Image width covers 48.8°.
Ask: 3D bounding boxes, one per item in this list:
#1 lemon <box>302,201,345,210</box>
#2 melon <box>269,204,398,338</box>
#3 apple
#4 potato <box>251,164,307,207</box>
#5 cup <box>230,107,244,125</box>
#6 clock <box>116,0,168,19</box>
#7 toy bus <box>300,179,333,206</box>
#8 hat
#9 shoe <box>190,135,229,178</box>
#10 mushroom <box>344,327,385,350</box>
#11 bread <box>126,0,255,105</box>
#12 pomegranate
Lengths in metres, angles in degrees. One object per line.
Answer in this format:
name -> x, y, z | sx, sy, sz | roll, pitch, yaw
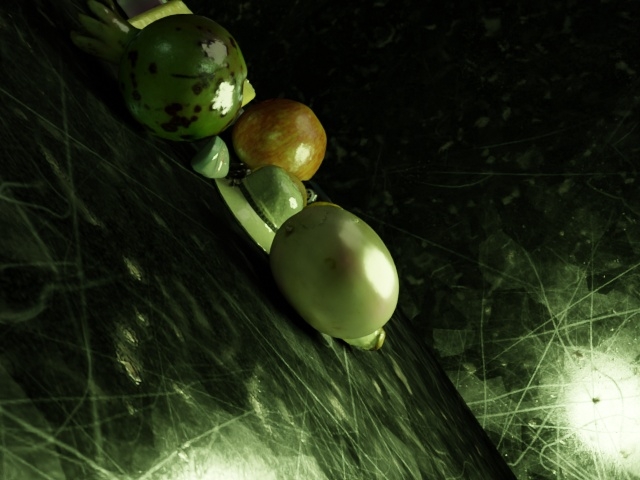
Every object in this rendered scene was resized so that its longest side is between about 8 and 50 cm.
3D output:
lemon -> 0.000, 0.000, 1.681 | 0.178, 0.178, 0.203 | 52, 26, -15
melon -> 0.031, 0.064, 1.392 | 0.317, 0.223, 0.223 | 50, 8, -37
apple -> -0.112, -0.283, 2.048 | 0.277, 0.250, 0.309 | 49, 6, -36
potato -> -0.105, -0.111, 1.763 | 0.176, 0.137, 0.137 | 47, 10, -36
cup -> -0.298, -0.423, 2.197 | 0.099, 0.074, 0.102 | 49, 8, -34
clock -> -0.430, -0.590, 2.012 | 0.338, 0.102, 0.338 | 53, 6, -8
toy bus -> -0.003, -0.014, 1.872 | 0.302, 0.147, 0.127 | 56, 8, 29
hat -> -0.113, -0.089, 1.569 | 0.257, 0.130, 0.257 | 53, 6, -8
shoe -> -0.216, -0.169, 1.460 | 0.078, 0.079, 0.195 | 44, 5, -18
mushroom -> 0.032, 0.145, 1.579 | 0.333, 0.087, 0.107 | 47, -9, -37
bread -> -0.371, -0.379, 1.701 | 0.345, 0.242, 0.405 | 55, 39, -22
pomegranate -> -0.274, -0.301, 1.221 | 0.306, 0.242, 0.242 | 26, 21, -31
